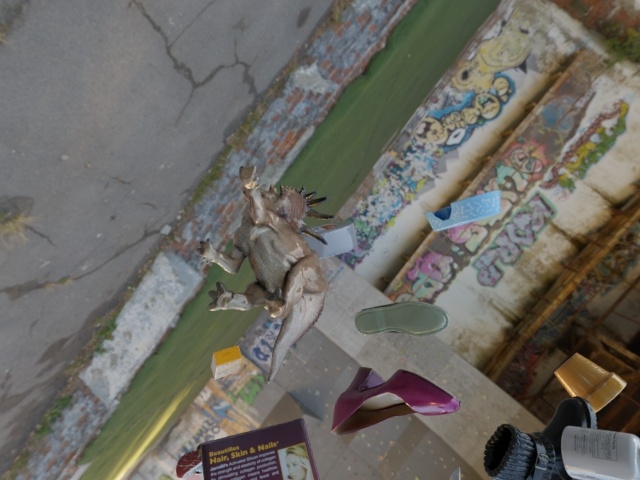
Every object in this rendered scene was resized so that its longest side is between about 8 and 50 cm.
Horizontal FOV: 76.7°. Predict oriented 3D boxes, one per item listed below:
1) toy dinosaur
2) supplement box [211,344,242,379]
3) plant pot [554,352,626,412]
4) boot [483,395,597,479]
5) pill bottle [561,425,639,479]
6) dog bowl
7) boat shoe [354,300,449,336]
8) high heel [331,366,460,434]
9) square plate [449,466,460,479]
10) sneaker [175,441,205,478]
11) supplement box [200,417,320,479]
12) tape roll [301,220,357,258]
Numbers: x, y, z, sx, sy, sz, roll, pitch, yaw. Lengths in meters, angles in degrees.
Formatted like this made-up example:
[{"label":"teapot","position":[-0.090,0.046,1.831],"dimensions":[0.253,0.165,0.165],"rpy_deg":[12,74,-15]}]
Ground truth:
[{"label":"toy dinosaur","position":[-0.046,0.024,0.551],"dimensions":[0.127,0.296,0.200],"rpy_deg":[-27,162,28]},{"label":"supplement box","position":[-0.229,0.297,0.982],"dimensions":[0.062,0.036,0.099],"rpy_deg":[-13,150,-26]},{"label":"plant pot","position":[1.084,0.575,1.656],"dimensions":[0.205,0.188,0.205],"rpy_deg":[-29,146,-21]},{"label":"boot","position":[0.681,0.612,1.256],"dimensions":[0.348,0.259,0.131],"rpy_deg":[-63,180,-16]},{"label":"pill bottle","position":[0.763,0.561,1.036],"dimensions":[0.229,0.131,0.131],"rpy_deg":[-14,-153,45]},{"label":"dog bowl","position":[0.478,-0.092,1.358],"dimensions":[0.165,0.074,0.297],"rpy_deg":[-13,175,-20]},{"label":"boat shoe","position":[0.194,0.180,0.950],"dimensions":[0.227,0.081,0.068],"rpy_deg":[-8,178,32]},{"label":"high heel","position":[0.156,0.396,0.919],"dimensions":[0.181,0.127,0.377],"rpy_deg":[-58,-169,-24]},{"label":"square plate","position":[0.416,0.977,1.273],"dimensions":[0.344,0.049,0.348],"rpy_deg":[-45,132,-63]},{"label":"sneaker","position":[-0.456,0.839,1.513],"dimensions":[0.225,0.087,0.093],"rpy_deg":[24,69,-71]},{"label":"supplement box","position":[-0.042,0.276,0.361],"dimensions":[0.103,0.188,0.081],"rpy_deg":[-9,135,-15]},{"label":"tape roll","position":[0.000,0.000,1.221],"dimensions":[0.218,0.073,0.219],"rpy_deg":[-11,-171,2]}]
